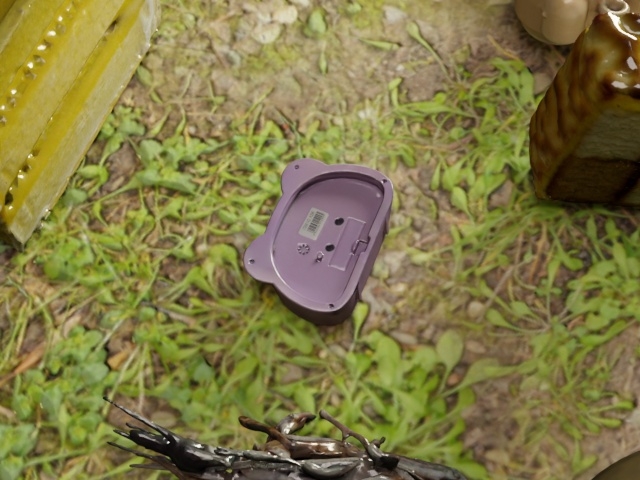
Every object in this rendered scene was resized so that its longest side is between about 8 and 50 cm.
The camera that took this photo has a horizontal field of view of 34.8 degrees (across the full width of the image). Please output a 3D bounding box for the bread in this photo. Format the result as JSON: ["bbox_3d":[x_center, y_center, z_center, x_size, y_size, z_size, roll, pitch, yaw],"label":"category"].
[{"bbox_3d":[0.286,-0.104,0.895,0.181,0.222,0.096,6,67,-4],"label":"bread"}]

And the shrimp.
[{"bbox_3d":[-0.014,0.197,0.820,0.342,0.116,0.145,19,66,5],"label":"shrimp"}]

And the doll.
[{"bbox_3d":[0.257,-0.318,1.068,0.154,0.119,0.278,-6,54,-1],"label":"doll"}]

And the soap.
[{"bbox_3d":[-0.273,-0.170,0.971,0.091,0.199,0.315,17,67,16],"label":"soap"}]

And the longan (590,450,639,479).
[{"bbox_3d":[0.265,0.264,0.709,0.257,0.258,0.258,-1,64,3],"label":"longan"}]

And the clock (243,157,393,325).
[{"bbox_3d":[0.000,0.000,0.951,0.110,0.050,0.153,19,66,12],"label":"clock"}]
